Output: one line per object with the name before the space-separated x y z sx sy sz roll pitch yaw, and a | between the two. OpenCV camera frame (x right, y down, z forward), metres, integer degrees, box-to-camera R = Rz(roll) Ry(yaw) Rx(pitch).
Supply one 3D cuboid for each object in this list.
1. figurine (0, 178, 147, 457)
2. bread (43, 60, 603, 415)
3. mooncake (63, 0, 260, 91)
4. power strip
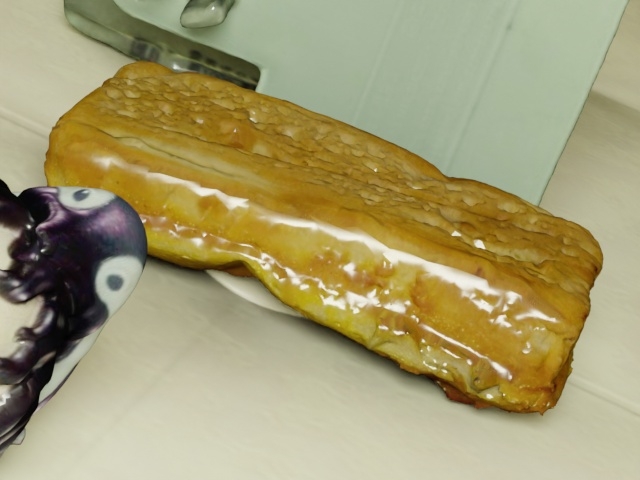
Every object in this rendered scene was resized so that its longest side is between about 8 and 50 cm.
figurine | -0.164 0.038 0.700 0.222 0.145 0.145 -16 42 -39
bread | 0.001 -0.001 0.965 0.271 0.077 0.139 22 27 4
mooncake | -0.016 -0.173 1.254 0.250 0.136 0.254 19 22 4
power strip | 0.020 -0.124 1.054 0.261 0.229 0.141 21 24 -2
